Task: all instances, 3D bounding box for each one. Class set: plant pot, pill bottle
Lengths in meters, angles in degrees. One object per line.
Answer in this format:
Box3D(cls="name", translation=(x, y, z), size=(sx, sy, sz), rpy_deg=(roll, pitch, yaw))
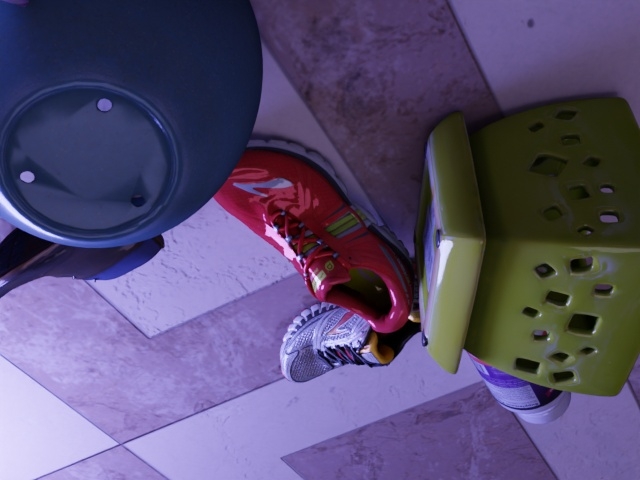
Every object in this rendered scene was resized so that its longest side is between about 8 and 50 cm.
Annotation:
Box3D(cls="plant pot", translation=(-0.180, -0.106, 0.700), size=(0.290, 0.195, 0.290), rpy_deg=(-6, 124, -9))
Box3D(cls="pill bottle", translation=(0.254, 0.151, 1.100), size=(0.108, 0.108, 0.193), rpy_deg=(-23, 133, 14))
Box3D(cls="plant pot", translation=(0.206, 0.005, 0.881), size=(0.207, 0.228, 0.227), rpy_deg=(1, 134, -1))

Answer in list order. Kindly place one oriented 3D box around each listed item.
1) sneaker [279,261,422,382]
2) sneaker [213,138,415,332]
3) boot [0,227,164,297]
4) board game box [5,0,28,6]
Box3D(cls="sneaker", translation=(0.040, 0.113, 1.045), size=(0.225, 0.092, 0.088), rpy_deg=(-35, 128, 24))
Box3D(cls="sneaker", translation=(0.000, 0.000, 0.905), size=(0.279, 0.118, 0.107), rpy_deg=(35, 121, -23))
Box3D(cls="boot", translation=(-0.272, 0.025, 0.927), size=(0.219, 0.082, 0.106), rpy_deg=(-33, 127, 20))
Box3D(cls="board game box", translation=(-0.195, -0.304, 0.513), size=(0.275, 0.144, 0.142), rpy_deg=(-49, 161, 20))
